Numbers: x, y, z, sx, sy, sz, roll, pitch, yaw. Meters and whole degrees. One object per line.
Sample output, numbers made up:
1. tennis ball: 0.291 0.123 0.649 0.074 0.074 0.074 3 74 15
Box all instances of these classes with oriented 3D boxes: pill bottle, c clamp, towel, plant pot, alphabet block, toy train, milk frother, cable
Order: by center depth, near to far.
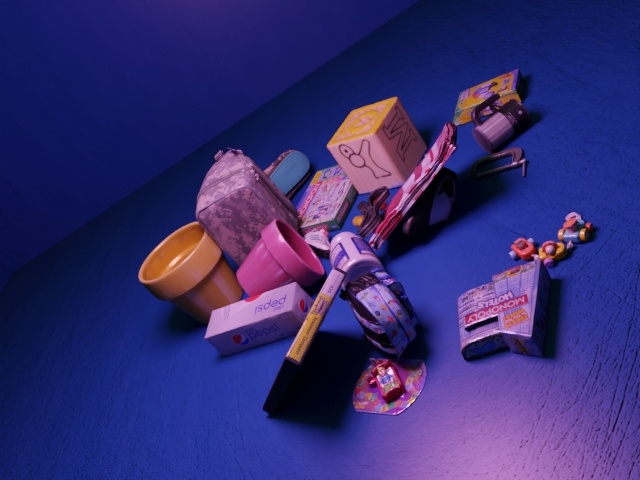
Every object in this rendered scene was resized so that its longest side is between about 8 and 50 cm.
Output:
1. toy train: 0.471 -0.009 1.332 0.166 0.046 0.125 -35 27 5
2. pill bottle: 0.084 0.052 1.619 0.112 0.112 0.187 -34 27 5
3. towel: 0.232 -0.142 1.631 0.329 0.037 0.237 -54 2 24
4. c clamp: 0.456 -0.193 1.664 0.160 0.022 0.137 -13 36 38
5. cable: 0.149 -0.068 1.719 0.139 0.072 0.287 -40 14 7
6. plant pot: -0.118 0.073 1.744 0.180 0.201 0.201 -41 26 11
7. milk frother: 0.478 -0.317 1.775 0.134 0.129 0.143 -37 -16 -1
8. plant pot: -0.363 0.113 1.912 0.254 0.239 0.254 -27 29 16
9. alphabet block: 0.172 -0.281 1.945 0.192 0.197 0.193 -8 38 42

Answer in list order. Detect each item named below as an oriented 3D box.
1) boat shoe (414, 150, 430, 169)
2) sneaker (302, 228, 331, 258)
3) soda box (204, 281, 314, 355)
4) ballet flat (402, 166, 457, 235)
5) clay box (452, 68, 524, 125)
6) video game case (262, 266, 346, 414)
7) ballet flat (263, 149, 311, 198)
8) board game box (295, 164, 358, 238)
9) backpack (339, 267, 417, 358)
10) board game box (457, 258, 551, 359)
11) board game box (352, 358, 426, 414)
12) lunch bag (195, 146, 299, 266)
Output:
1. boat shoe: 0.326 -0.245 1.881 0.125 0.038 0.046 -27 29 18
2. sneaker: 0.000 0.000 1.860 0.075 0.057 0.161 -48 26 -12
3. soda box: -0.159 0.206 1.678 0.286 0.091 0.098 -21 38 29
4. ballet flat: 0.290 -0.107 1.646 0.096 0.095 0.280 14 45 16
5. clay box: 0.496 -0.428 1.951 0.222 0.053 0.127 -16 33 33
6. video game case: -0.037 0.222 1.406 0.248 0.035 0.275 -60 -4 -38
7. ballet flat: -0.207 -0.130 2.240 0.483 0.164 0.182 -50 8 -35
8. board game box: 0.024 -0.134 2.056 0.213 0.046 0.317 -13 36 37
9. backpack: 0.136 0.154 1.344 0.117 0.158 0.173 -32 21 -8
10. board game box: 0.347 0.146 1.221 0.194 0.060 0.194 -24 29 23
11. board game box: 0.128 0.281 1.296 0.168 0.033 0.133 -9 38 43
12. lunch bag: -0.209 -0.098 1.900 0.212 0.305 0.256 -32 33 16
